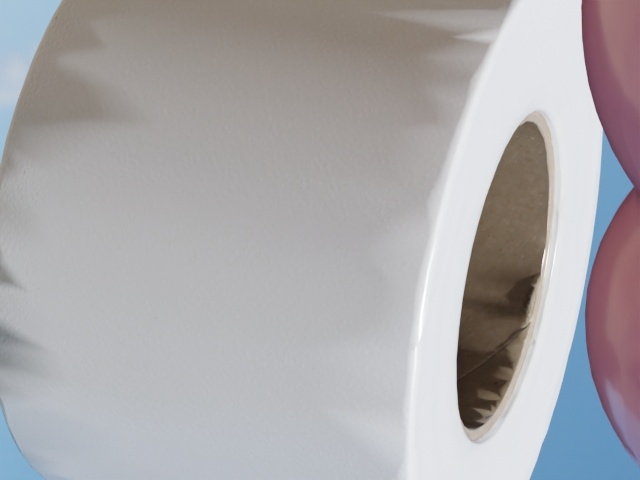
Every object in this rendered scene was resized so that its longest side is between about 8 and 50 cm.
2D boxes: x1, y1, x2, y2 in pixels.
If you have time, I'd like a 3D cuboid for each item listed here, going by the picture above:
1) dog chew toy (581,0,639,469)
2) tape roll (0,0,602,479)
[{"bbox_3d":[0.152,-0.065,0.436,0.206,0.207,0.332,-96,-161,-63],"label":"dog chew toy"},{"bbox_3d":[0.000,0.000,0.764,0.169,0.246,0.246,10,-129,20],"label":"tape roll"}]
